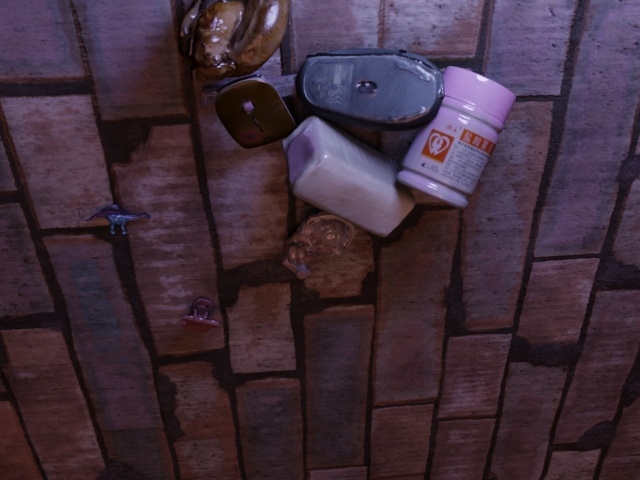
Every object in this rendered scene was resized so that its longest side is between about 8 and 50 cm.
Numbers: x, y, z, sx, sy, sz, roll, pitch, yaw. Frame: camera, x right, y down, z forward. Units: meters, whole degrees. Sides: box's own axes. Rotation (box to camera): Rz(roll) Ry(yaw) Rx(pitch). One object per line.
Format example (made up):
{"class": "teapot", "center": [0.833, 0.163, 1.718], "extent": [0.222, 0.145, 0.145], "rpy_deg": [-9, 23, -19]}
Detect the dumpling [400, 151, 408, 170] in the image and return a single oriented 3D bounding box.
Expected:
{"class": "dumpling", "center": [0.314, -0.201, 1.966], "extent": [0.219, 0.108, 0.153], "rpy_deg": [26, 79, -31]}

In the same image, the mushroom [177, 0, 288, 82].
{"class": "mushroom", "center": [-0.203, -0.474, 1.599], "extent": [0.263, 0.283, 0.195], "rpy_deg": [19, 149, 25]}

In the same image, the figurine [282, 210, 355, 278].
{"class": "figurine", "center": [0.000, -0.003, 2.040], "extent": [0.236, 0.141, 0.162], "rpy_deg": [-36, 127, 19]}

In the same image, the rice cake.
{"class": "rice cake", "center": [-0.176, -0.385, 1.796], "extent": [0.269, 0.049, 0.055], "rpy_deg": [-8, 149, 0]}

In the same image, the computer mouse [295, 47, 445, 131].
{"class": "computer mouse", "center": [0.126, -0.382, 1.757], "extent": [0.373, 0.114, 0.204], "rpy_deg": [11, 100, 11]}

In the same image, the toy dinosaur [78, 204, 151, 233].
{"class": "toy dinosaur", "center": [-0.583, -0.060, 1.995], "extent": [0.197, 0.045, 0.080], "rpy_deg": [2, 114, -17]}

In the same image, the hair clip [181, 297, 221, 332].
{"class": "hair clip", "center": [-0.385, 0.262, 2.219], "extent": [0.123, 0.102, 0.138], "rpy_deg": [18, 123, -15]}

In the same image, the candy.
{"class": "candy", "center": [0.072, -0.168, 1.843], "extent": [0.358, 0.208, 0.145], "rpy_deg": [25, 125, -36]}

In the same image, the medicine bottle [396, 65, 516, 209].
{"class": "medicine bottle", "center": [0.344, -0.258, 1.789], "extent": [0.202, 0.202, 0.316], "rpy_deg": [20, 99, -20]}

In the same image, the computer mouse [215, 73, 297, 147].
{"class": "computer mouse", "center": [-0.155, -0.305, 1.754], "extent": [0.158, 0.072, 0.310], "rpy_deg": [-19, 161, 7]}
